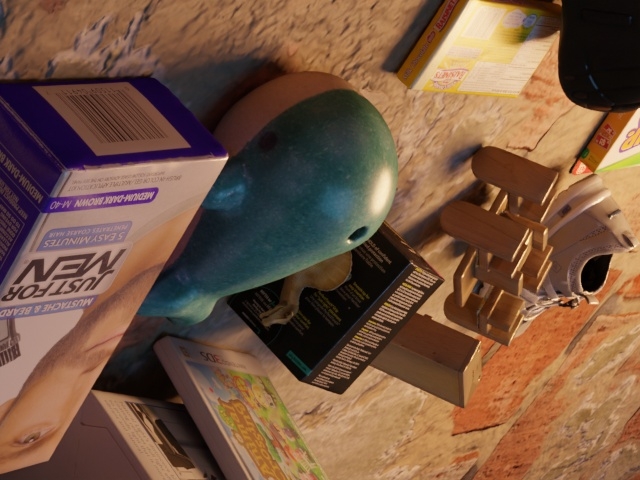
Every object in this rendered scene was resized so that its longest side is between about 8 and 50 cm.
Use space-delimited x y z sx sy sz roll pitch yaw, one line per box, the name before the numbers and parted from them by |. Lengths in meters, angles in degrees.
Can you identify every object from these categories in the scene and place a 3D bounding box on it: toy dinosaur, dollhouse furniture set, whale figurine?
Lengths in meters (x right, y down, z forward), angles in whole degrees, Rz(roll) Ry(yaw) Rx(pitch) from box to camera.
toy dinosaur | 0.000 0.000 1.695 0.183 0.092 0.053 -49 155 11
dollhouse furniture set | 0.139 0.034 1.964 0.242 0.161 0.212 -59 162 -22
whale figurine | -0.044 -0.015 1.547 0.272 0.141 0.216 -47 156 8

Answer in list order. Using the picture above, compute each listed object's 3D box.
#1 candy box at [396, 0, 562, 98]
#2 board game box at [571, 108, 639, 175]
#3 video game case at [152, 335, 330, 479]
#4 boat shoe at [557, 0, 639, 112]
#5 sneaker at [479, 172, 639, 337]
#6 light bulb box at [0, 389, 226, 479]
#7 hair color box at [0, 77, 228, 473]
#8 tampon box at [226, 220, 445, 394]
candy box | 0.161 -0.188 1.724 0.206 0.027 0.105 -2 133 -55
board game box | 0.398 -0.174 2.107 0.124 0.039 0.259 -11 142 -49
video game case | -0.063 0.193 1.759 0.023 0.212 0.193 -38 157 15
boat shoe | 0.284 -0.274 1.702 0.324 0.122 0.120 92 16 -45
sneaker | 0.282 0.047 2.158 0.105 0.115 0.281 -25 158 -35
light bulb box | -0.196 0.350 1.754 0.358 0.225 0.361 -43 156 13
hair color box | -0.232 0.038 1.387 0.185 0.110 0.339 -9 140 -53
tampon box | 0.017 0.050 1.765 0.161 0.120 0.101 -48 155 8
